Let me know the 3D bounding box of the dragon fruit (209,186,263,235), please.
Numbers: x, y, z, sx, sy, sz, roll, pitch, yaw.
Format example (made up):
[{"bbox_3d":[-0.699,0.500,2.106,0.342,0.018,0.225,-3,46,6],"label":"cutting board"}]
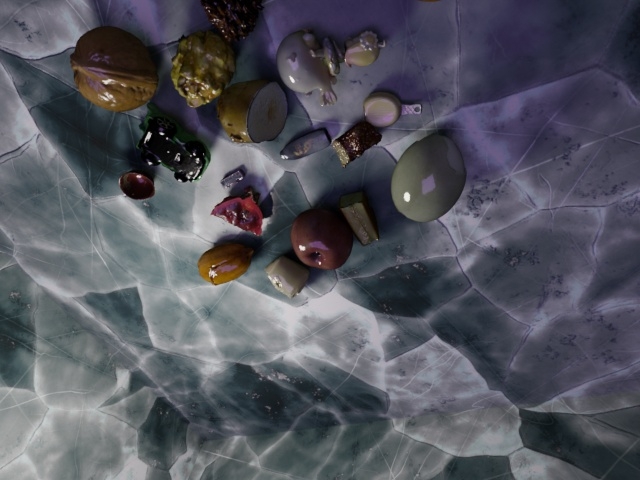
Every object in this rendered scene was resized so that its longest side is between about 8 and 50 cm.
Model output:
[{"bbox_3d":[-0.367,-0.163,1.962,0.262,0.134,0.211,29,116,-27],"label":"dragon fruit"}]

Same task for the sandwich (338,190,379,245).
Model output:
[{"bbox_3d":[0.182,-0.100,1.864,0.122,0.128,0.236,-18,120,20],"label":"sandwich"}]

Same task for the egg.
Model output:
[{"bbox_3d":[0.429,-0.250,1.600,0.278,0.278,0.336,19,130,0],"label":"egg"}]

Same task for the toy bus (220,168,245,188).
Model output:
[{"bbox_3d":[-0.416,-0.291,1.926,0.130,0.037,0.052,-23,115,26],"label":"toy bus"}]

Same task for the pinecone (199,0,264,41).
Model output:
[{"bbox_3d":[-0.304,-0.821,1.422,0.221,0.221,0.222,7,126,9],"label":"pinecone"}]

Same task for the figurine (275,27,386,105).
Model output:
[{"bbox_3d":[0.045,-0.641,1.480,0.394,0.227,0.275,-13,108,6],"label":"figurine"}]

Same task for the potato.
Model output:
[{"bbox_3d":[-0.276,-0.513,1.600,0.196,0.299,0.247,20,119,20],"label":"potato"}]

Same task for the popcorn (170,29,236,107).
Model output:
[{"bbox_3d":[-0.452,-0.656,1.569,0.215,0.252,0.286,2,151,-48],"label":"popcorn"}]

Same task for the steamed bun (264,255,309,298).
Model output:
[{"bbox_3d":[-0.188,0.198,2.140,0.225,0.170,0.200,32,131,-8],"label":"steamed bun"}]

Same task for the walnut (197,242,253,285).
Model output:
[{"bbox_3d":[-0.491,0.115,2.140,0.336,0.209,0.209,-24,116,19],"label":"walnut"}]

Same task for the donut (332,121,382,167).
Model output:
[{"bbox_3d":[0.141,-0.398,1.674,0.126,0.144,0.186,50,162,-15],"label":"donut"}]

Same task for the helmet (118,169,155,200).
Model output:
[{"bbox_3d":[-0.879,-0.287,1.998,0.175,0.106,0.155,2,128,6],"label":"helmet"}]

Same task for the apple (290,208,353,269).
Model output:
[{"bbox_3d":[0.000,0.000,1.897,0.305,0.235,0.306,12,141,10],"label":"apple"}]

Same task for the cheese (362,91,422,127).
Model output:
[{"bbox_3d":[0.279,-0.509,1.584,0.227,0.064,0.137,3,129,13],"label":"cheese"}]

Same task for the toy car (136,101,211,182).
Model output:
[{"bbox_3d":[-0.657,-0.427,1.810,0.358,0.176,0.213,31,127,-14],"label":"toy car"}]

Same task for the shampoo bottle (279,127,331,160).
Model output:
[{"bbox_3d":[-0.068,-0.406,1.750,0.233,0.049,0.087,-17,117,24],"label":"shampoo bottle"}]

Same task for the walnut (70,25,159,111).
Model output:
[{"bbox_3d":[-0.794,-0.656,1.575,0.332,0.333,0.333,7,126,9],"label":"walnut"}]
